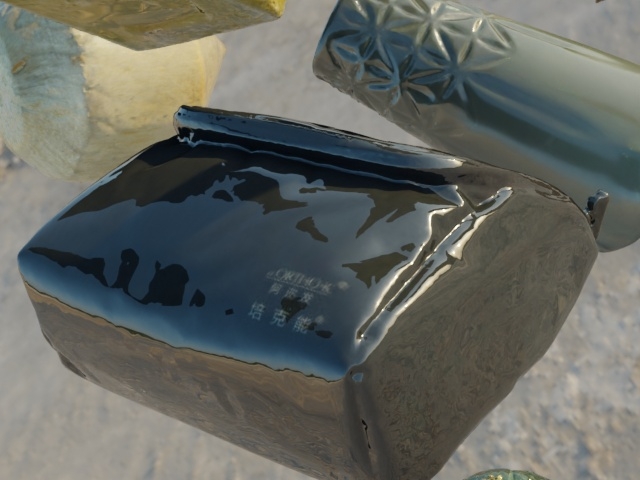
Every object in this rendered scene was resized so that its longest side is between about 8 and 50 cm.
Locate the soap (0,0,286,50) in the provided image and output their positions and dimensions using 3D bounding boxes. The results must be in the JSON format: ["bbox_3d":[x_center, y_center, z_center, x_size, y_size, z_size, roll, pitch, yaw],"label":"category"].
[{"bbox_3d":[-0.192,-0.235,1.022,0.199,0.315,0.091,-7,77,40],"label":"soap"}]

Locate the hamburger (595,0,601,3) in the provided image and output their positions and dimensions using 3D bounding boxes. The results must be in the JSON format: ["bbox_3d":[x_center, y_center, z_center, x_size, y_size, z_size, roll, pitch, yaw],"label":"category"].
[{"bbox_3d":[0.368,-0.353,1.344,0.286,0.146,0.243,-33,16,17],"label":"hamburger"}]

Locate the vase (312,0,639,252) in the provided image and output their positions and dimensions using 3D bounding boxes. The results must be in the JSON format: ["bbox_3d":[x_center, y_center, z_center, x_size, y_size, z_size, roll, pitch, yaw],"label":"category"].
[{"bbox_3d":[0.148,-0.118,1.136,0.156,0.300,0.251,-64,-4,3],"label":"vase"}]

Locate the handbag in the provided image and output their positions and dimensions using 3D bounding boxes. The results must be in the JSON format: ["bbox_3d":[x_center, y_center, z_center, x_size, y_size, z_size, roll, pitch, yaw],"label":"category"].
[{"bbox_3d":[-0.001,-0.002,0.855,0.302,0.178,0.275,14,46,39],"label":"handbag"}]

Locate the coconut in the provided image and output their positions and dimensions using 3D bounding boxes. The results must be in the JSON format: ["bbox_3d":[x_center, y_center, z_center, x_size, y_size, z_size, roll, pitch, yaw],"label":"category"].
[{"bbox_3d":[-0.261,-0.220,1.728,0.328,0.329,0.329,-30,28,18],"label":"coconut"}]

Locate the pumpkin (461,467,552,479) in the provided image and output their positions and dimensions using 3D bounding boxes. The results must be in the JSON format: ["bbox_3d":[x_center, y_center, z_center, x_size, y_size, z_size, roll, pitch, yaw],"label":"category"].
[{"bbox_3d":[0.270,0.402,1.928,0.190,0.190,0.146,-28,55,22],"label":"pumpkin"}]
